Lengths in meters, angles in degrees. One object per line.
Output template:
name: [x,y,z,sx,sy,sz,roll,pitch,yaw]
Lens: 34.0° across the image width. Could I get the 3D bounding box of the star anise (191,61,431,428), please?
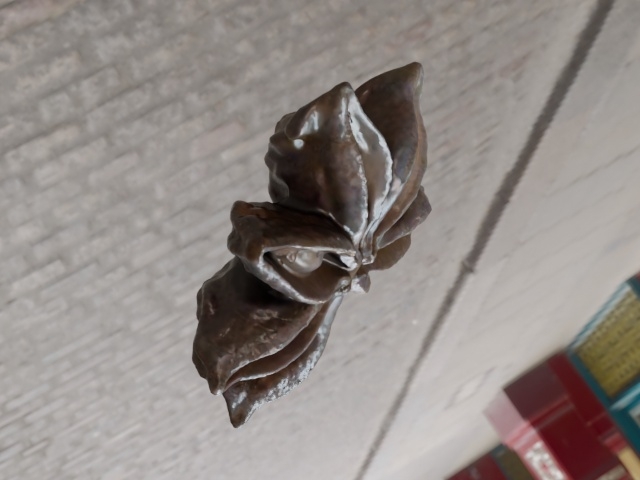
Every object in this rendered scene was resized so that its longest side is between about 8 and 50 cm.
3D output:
star anise: [-0.001,-0.007,0.571,0.212,0.073,0.196,-46,157,-35]
